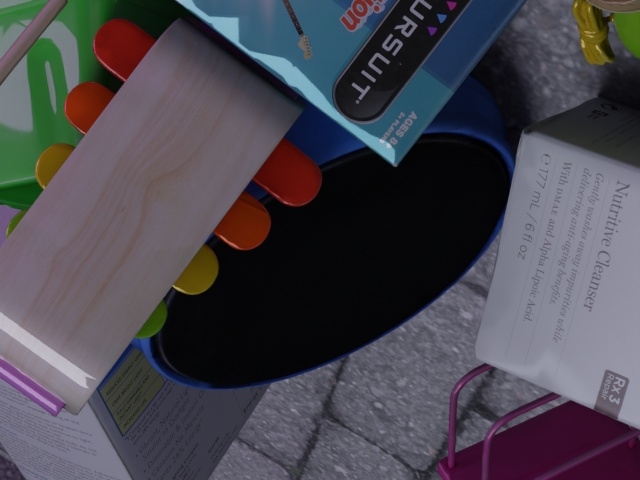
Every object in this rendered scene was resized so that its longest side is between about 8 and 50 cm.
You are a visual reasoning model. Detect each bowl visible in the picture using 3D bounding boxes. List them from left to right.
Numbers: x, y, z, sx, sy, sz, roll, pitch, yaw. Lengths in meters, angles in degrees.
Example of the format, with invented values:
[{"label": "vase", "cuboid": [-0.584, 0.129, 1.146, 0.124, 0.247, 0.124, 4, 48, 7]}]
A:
[{"label": "bowl", "cuboid": [0.000, 0.000, 1.337, 0.077, 0.391, 0.391, 61, 162, 27]}]

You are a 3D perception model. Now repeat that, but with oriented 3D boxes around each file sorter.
[{"label": "file sorter", "cuboid": [0.273, 0.245, 1.470, 0.290, 0.202, 0.182, 56, 161, 37]}]

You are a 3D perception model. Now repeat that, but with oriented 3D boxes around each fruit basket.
[{"label": "fruit basket", "cuboid": [-0.188, -0.203, 1.352, 0.283, 0.392, 0.392, -8, 131, 31]}]

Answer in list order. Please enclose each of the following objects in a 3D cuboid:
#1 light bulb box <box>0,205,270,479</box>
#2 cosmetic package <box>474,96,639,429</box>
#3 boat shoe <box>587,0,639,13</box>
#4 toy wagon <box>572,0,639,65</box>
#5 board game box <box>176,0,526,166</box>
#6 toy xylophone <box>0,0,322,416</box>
[{"label": "light bulb box", "cuboid": [-0.211, 0.066, 1.662, 0.225, 0.358, 0.361, 15, 145, 28]}, {"label": "cosmetic package", "cuboid": [0.338, 0.052, 1.189, 0.385, 0.156, 0.217, 22, 116, 27]}, {"label": "boat shoe", "cuboid": [0.169, -0.271, 0.960, 0.105, 0.089, 0.285, -7, 117, 22]}, {"label": "toy wagon", "cuboid": [0.344, -0.151, 1.063, 0.344, 0.068, 0.267, 13, 144, 36]}, {"label": "board game box", "cuboid": [0.000, -0.257, 1.095, 0.336, 0.079, 0.253, 37, 107, -3]}, {"label": "toy xylophone", "cuboid": [-0.160, -0.041, 1.113, 0.236, 0.322, 0.081, 45, 176, -3]}]
